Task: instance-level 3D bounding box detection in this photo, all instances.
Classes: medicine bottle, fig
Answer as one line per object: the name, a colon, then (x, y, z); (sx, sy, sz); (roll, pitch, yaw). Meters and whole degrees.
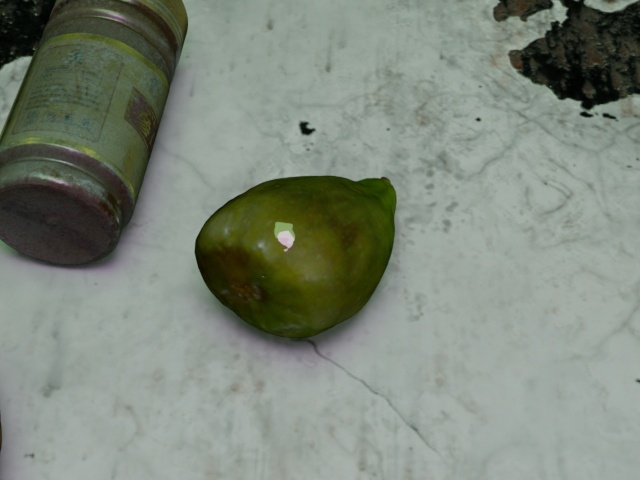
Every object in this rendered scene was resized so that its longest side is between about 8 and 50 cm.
medicine bottle: (-0.246, -0.140, 1.172); (0.151, 0.151, 0.323); (7, 53, 3)
fig: (-0.010, 0.014, 1.079); (0.233, 0.167, 0.167); (1, 40, -51)

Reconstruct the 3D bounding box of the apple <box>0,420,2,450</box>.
apple: (-0.377, 0.141, 0.897); (0.193, 0.261, 0.261); (-18, 54, -1)
